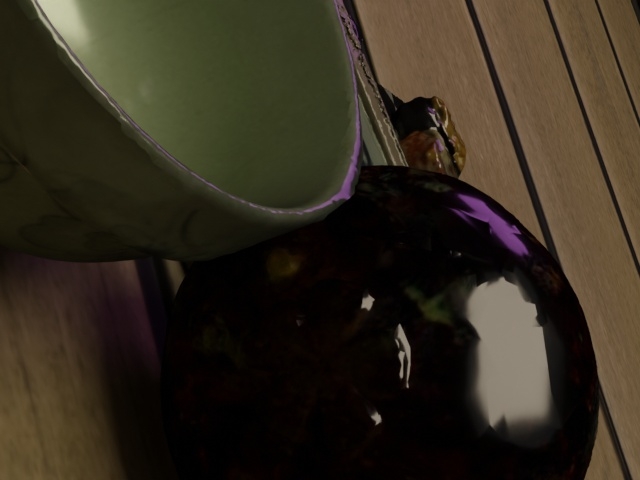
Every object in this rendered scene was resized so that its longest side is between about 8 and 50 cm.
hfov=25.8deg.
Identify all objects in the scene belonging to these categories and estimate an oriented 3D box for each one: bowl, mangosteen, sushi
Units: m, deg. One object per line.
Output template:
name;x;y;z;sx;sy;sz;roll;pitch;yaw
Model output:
bowl;-0.125;-0.121;0.644;0.307;0.163;0.307;47;31;-40
mangosteen;0.043;0.073;0.767;0.231;0.231;0.289;69;18;4
sushi;0.116;-0.011;1.182;0.264;0.050;0.290;14;56;-72

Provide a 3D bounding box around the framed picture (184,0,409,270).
framed picture;0.000;0.000;0.921;0.247;0.022;0.335;-25;93;-52

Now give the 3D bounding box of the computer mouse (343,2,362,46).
computer mouse;-0.037;-0.158;1.020;0.172;0.057;0.099;13;59;-48
